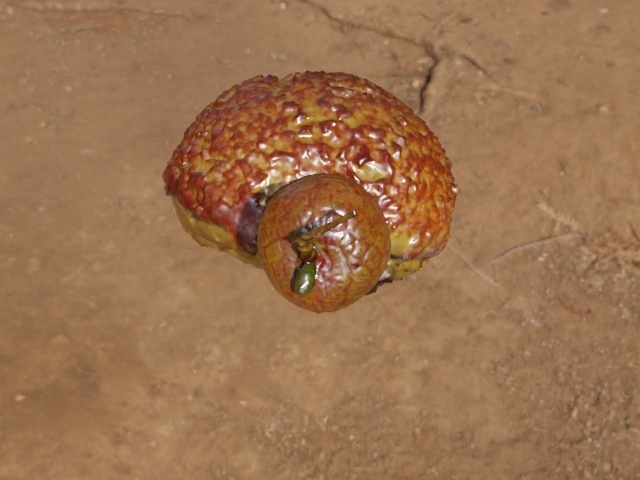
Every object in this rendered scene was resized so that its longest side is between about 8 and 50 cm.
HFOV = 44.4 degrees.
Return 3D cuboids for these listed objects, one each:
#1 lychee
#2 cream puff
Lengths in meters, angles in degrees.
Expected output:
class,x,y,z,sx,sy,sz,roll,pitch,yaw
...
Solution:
class,x,y,z,sx,sy,sz,roll,pitch,yaw
lychee,-0.001,-0.003,0.587,0.101,0.114,0.140,44,21,26
cream puff,0.000,-0.075,0.876,0.350,0.228,0.350,15,12,-3
